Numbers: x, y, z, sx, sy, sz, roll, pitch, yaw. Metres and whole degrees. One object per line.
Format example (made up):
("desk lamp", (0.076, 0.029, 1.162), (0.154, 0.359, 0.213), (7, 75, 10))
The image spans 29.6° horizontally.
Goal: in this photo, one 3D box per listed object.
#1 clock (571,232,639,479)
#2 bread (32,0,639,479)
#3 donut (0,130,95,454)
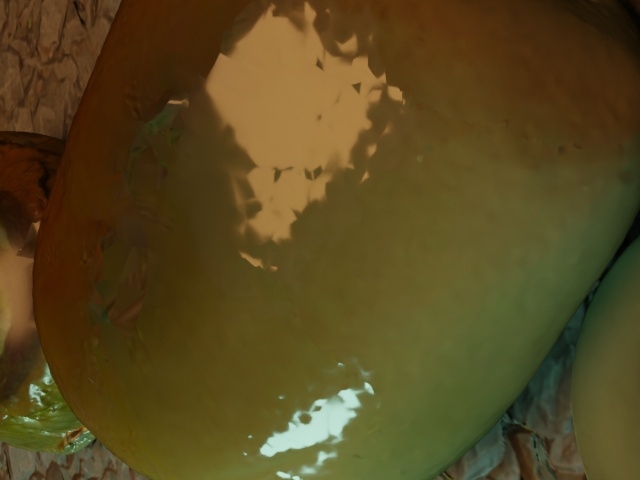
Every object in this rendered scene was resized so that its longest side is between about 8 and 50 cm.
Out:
("clock", (0.235, 0.088, 0.632), (0.235, 0.029, 0.235), (0, 90, 46))
("bread", (-0.011, -0.030, 0.724), (0.348, 0.253, 0.376), (46, 124, 25))
("donut", (-0.296, 0.042, 1.117), (0.330, 0.160, 0.330), (-10, 76, 45))
